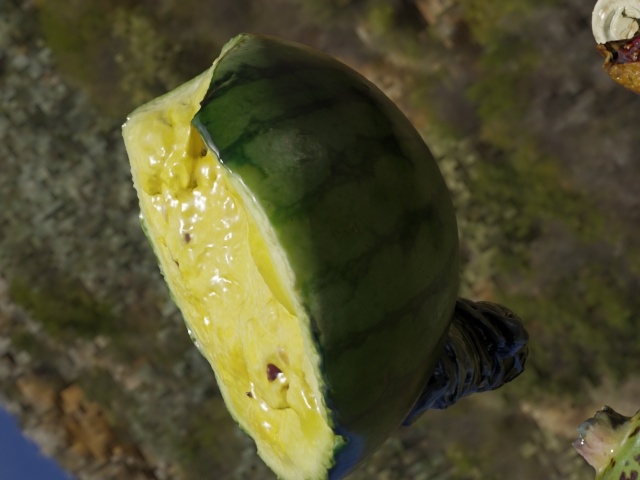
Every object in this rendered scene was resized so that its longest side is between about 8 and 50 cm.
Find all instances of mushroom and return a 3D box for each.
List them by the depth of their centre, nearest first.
[{"bbox_3d":[0.338,-0.239,2.074,0.083,0.083,0.067,54,-157,-5],"label":"mushroom"}]

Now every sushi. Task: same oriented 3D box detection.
[{"bbox_3d":[0.223,-0.115,1.177,0.050,0.099,0.047,-80,-19,-60],"label":"sushi"}]

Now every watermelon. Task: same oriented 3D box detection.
[{"bbox_3d":[0.000,0.000,1.308,0.331,0.189,0.331,59,168,21],"label":"watermelon"}]

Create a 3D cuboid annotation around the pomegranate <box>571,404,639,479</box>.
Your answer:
[{"bbox_3d":[0.401,0.273,2.076,0.270,0.254,0.254,38,-160,6],"label":"pomegranate"}]

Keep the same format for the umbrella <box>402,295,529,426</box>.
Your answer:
[{"bbox_3d":[0.117,0.076,1.568,0.113,0.106,0.358,41,-168,13],"label":"umbrella"}]
